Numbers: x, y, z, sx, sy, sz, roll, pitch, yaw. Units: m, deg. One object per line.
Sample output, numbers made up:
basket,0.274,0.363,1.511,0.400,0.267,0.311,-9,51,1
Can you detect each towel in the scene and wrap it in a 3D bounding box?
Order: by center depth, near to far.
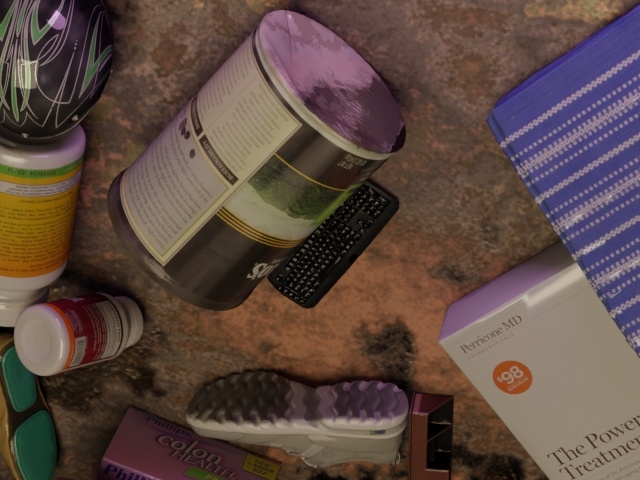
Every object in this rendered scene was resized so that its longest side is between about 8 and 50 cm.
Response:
towel,0.351,-0.063,1.593,0.243,0.040,0.336,-35,79,23

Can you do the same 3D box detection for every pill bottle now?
pill bottle,-0.358,-0.026,1.788,0.136,0.136,0.246,16,120,4
pill bottle,-0.287,0.109,1.829,0.086,0.152,0.086,5,99,34

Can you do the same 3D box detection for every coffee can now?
coffee can,-0.072,-0.084,1.655,0.201,0.201,0.275,41,118,-10

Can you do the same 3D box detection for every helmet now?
helmet,-0.308,-0.203,1.667,0.169,0.161,0.169,5,119,10

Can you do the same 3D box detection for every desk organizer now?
desk organizer,0.136,0.254,1.880,0.050,0.047,0.130,3,118,8

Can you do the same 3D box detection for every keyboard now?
keyboard,0.000,0.000,1.780,0.100,0.038,0.192,35,118,-7

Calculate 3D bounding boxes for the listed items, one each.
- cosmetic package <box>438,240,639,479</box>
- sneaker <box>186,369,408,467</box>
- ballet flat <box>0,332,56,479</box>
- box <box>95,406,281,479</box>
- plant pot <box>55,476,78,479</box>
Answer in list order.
cosmetic package,0.368,0.112,1.726,0.377,0.097,0.284,-33,104,26
sneaker,-0.031,0.238,1.876,0.281,0.105,0.115,4,125,14
ballet flat,-0.396,0.218,1.976,0.073,0.080,0.232,15,121,37
box,-0.193,0.373,1.976,0.213,0.117,0.243,21,120,1
plant pot,-0.254,0.401,1.839,0.180,0.201,0.201,13,121,-12
